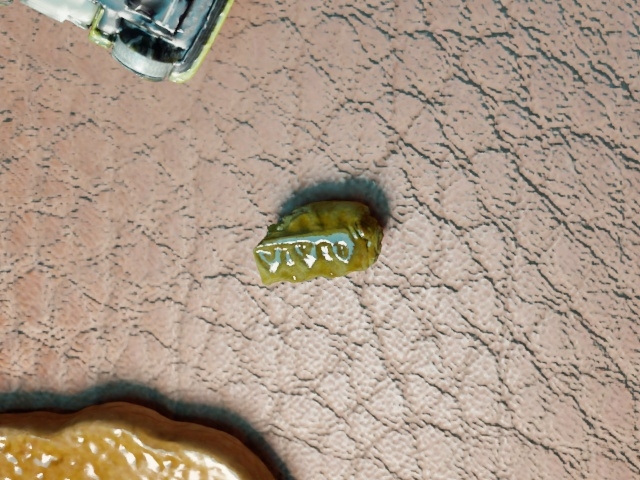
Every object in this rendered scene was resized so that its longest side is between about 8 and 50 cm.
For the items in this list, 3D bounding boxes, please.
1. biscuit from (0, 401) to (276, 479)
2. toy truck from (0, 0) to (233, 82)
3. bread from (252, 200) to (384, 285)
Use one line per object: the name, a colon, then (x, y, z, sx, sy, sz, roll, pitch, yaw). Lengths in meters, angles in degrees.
biscuit: (-0.216, 0.317, 1.318, 0.456, 0.078, 0.349, 7, 113, 11)
toy truck: (-0.199, -0.244, 1.085, 0.272, 0.157, 0.124, 26, 112, -11)
bread: (0.000, 0.000, 1.169, 0.110, 0.060, 0.066, -9, 75, 16)
